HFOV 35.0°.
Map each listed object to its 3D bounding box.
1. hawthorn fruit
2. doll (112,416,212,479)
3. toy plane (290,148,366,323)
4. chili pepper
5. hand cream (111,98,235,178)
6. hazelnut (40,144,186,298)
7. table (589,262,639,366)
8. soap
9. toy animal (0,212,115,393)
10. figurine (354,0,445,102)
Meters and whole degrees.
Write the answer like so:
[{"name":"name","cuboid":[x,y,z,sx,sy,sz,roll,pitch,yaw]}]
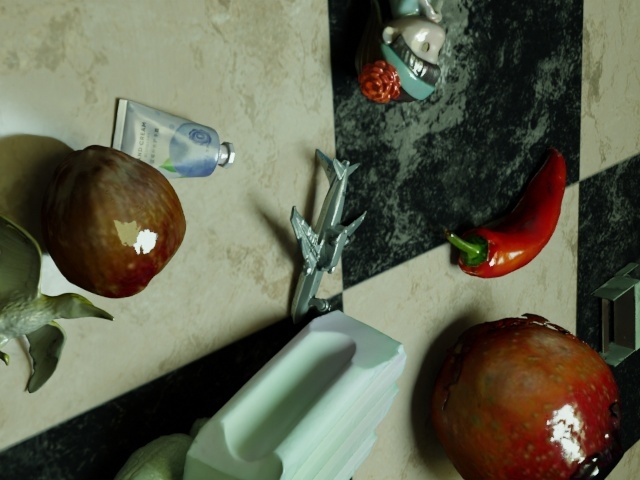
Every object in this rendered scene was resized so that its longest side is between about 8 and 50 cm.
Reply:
[{"name":"hawthorn fruit","cuboid":[0.318,0.269,1.532,0.316,0.316,0.316,-15,111,-46]},{"name":"doll","cuboid":[-0.182,0.275,1.130,0.214,0.071,0.104,-38,124,-43]},{"name":"toy plane","cuboid":[0.003,-0.001,1.287,0.226,0.058,0.226,0,99,-66]},{"name":"chili pepper","cuboid":[0.303,-0.025,1.623,0.368,0.091,0.137,-35,106,-47]},{"name":"hand cream","cuboid":[-0.156,-0.099,1.089,0.142,0.053,0.084,5,96,-40]},{"name":"hazelnut","cuboid":[-0.200,-0.023,0.972,0.143,0.154,0.143,-4,113,-9]},{"name":"table","cuboid":[0.602,0.144,2.017,0.175,0.062,0.146,-27,119,-39]},{"name":"soap","cuboid":[-0.022,0.229,1.209,0.347,0.115,0.208,-40,148,-51]},{"name":"toy animal","cuboid":[-0.270,0.077,0.931,0.095,0.155,0.219,-44,138,-46]},{"name":"figurine","cuboid":[0.101,-0.295,1.293,0.137,0.110,0.246,1,94,-47]}]
